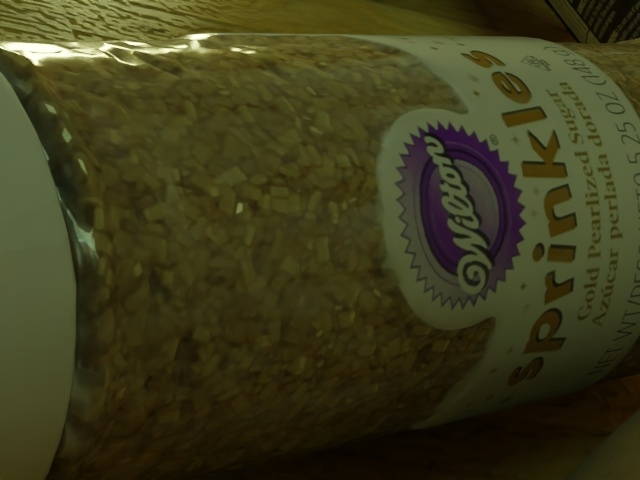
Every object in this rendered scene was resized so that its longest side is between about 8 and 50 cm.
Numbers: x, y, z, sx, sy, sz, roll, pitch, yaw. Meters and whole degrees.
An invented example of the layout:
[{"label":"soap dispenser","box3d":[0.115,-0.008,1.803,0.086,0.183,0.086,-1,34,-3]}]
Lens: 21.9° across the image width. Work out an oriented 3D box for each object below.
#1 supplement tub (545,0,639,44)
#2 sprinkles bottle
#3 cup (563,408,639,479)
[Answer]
[{"label":"supplement tub","box3d":[0.157,-0.138,0.798,0.106,0.106,0.198,-5,54,-43]},{"label":"sprinkles bottle","box3d":[0.000,0.000,0.464,0.355,0.121,0.121,-7,42,-45]},{"label":"cup","box3d":[0.212,0.095,0.352,0.331,0.237,0.331,19,28,-11]}]
